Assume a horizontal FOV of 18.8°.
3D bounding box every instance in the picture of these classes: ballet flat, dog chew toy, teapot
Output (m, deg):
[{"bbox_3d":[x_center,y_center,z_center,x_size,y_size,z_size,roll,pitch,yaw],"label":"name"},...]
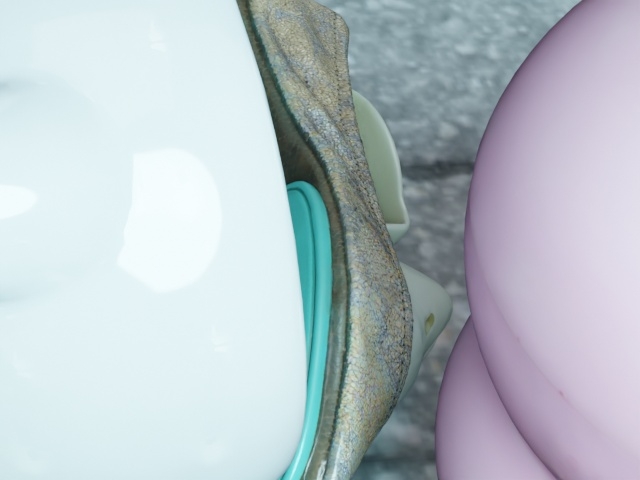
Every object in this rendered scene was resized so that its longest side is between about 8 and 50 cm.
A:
[{"bbox_3d":[0.000,0.000,0.827,0.106,0.107,0.316,21,43,-33],"label":"ballet flat"},{"bbox_3d":[0.130,0.058,0.645,0.206,0.332,0.207,7,48,-8],"label":"dog chew toy"},{"bbox_3d":[-0.123,-0.004,0.664,0.187,0.256,0.252,-13,44,-12],"label":"teapot"}]
